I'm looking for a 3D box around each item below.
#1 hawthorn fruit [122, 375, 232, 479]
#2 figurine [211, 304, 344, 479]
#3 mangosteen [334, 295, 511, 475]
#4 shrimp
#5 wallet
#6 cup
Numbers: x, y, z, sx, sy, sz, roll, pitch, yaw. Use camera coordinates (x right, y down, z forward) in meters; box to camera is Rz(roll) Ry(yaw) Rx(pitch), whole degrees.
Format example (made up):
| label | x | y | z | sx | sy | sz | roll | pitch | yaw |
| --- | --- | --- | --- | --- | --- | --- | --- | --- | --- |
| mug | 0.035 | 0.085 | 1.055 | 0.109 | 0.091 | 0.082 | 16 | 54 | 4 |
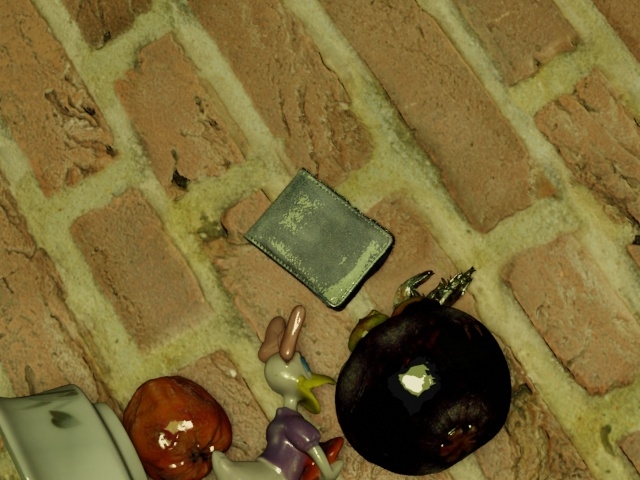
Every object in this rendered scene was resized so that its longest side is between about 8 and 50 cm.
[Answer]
| label | x | y | z | sx | sy | sz | roll | pitch | yaw |
| --- | --- | --- | --- | --- | --- | --- | --- | --- | --- |
| hawthorn fruit | -0.235 | 0.303 | 1.607 | 0.179 | 0.173 | 0.173 | 30 | 81 | 14 |
| figurine | -0.069 | 0.321 | 1.577 | 0.193 | 0.154 | 0.421 | 24 | 69 | -16 |
| mangosteen | 0.141 | 0.210 | 1.564 | 0.275 | 0.275 | 0.302 | -33 | 43 | -3 |
| shrimp | 0.188 | 0.086 | 1.681 | 0.161 | 0.034 | 0.091 | -40 | 75 | -4 |
| wallet | 0.000 | 0.001 | 1.721 | 0.222 | 0.036 | 0.167 | 37 | 83 | 14 |
| cup | -0.370 | 0.359 | 1.545 | 0.163 | 0.347 | 0.347 | -26 | 75 | -22 |
